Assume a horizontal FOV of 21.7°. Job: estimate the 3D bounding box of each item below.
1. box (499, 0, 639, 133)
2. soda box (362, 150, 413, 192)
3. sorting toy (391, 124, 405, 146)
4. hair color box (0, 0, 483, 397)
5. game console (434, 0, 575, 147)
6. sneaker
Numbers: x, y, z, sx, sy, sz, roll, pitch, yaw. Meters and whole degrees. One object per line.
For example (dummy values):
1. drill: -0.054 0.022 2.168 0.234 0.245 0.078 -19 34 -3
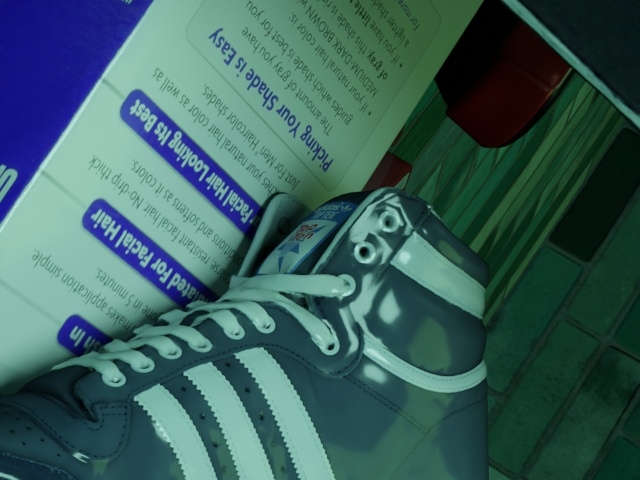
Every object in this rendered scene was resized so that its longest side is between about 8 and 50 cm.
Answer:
1. box: 0.223 -0.225 0.615 0.297 0.480 0.472 -48 175 27
2. soda box: -0.041 0.015 1.149 0.263 0.092 0.083 -46 162 -47
3. sorting toy: 0.028 -0.092 1.319 0.102 0.042 0.061 -3 108 -61
4. hair color box: -0.070 -0.053 0.722 0.339 0.110 0.185 -58 145 -11
5. game console: 0.200 -0.262 1.203 0.386 0.060 0.342 -56 -170 14
6. sneaker: -0.045 0.046 0.646 0.282 0.099 0.153 8 86 -36
